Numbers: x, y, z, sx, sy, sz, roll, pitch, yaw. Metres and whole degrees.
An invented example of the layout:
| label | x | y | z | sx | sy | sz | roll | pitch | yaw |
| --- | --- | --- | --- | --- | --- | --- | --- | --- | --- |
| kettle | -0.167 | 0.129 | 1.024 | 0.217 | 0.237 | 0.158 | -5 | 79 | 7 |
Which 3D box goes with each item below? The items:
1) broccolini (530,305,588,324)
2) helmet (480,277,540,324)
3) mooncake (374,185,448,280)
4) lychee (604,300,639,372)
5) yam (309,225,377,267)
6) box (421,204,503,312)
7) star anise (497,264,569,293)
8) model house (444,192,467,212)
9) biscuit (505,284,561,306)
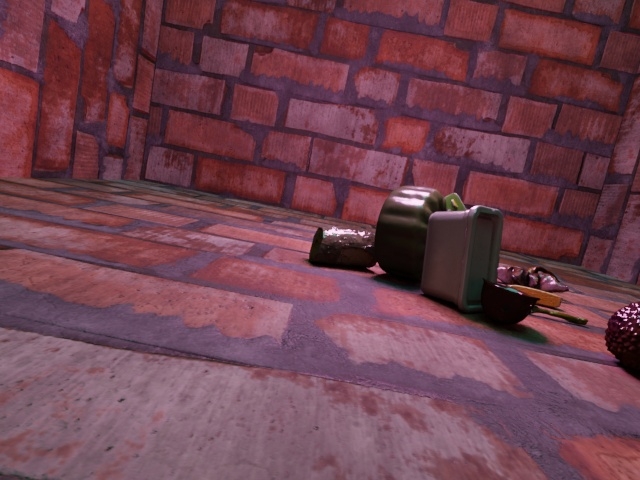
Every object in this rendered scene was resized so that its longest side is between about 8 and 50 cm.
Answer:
| label | x | y | z | sx | sy | sz | roll | pitch | yaw |
| --- | --- | --- | --- | --- | --- | --- | --- | --- | --- |
| broccolini | 0.722 | 0.239 | 1.302 | 0.255 | 0.071 | 0.057 | 19 | -33 | 6 |
| helmet | 0.516 | 0.178 | 1.126 | 0.155 | 0.106 | 0.175 | 21 | 9 | 24 |
| mooncake | 0.344 | -0.028 | 1.470 | 0.187 | 0.351 | 0.351 | 14 | 8 | 33 |
| lychee | 0.759 | 0.225 | 0.933 | 0.188 | 0.188 | 0.188 | 11 | 8 | -2 |
| yam | 0.086 | 0.020 | 1.483 | 0.255 | 0.153 | 0.154 | 6 | 10 | -21 |
| box | 0.427 | 0.050 | 1.243 | 0.175 | 0.311 | 0.182 | 6 | 2 | -37 |
| star anise | 0.930 | 0.165 | 1.789 | 0.350 | 0.108 | 0.292 | 13 | 13 | 6 |
| model house | 0.511 | -0.079 | 1.750 | 0.300 | 0.340 | 0.324 | -33 | -21 | 27 |
| biscuit | 0.788 | 0.207 | 1.498 | 0.188 | 0.052 | 0.056 | 14 | -8 | 19 |
